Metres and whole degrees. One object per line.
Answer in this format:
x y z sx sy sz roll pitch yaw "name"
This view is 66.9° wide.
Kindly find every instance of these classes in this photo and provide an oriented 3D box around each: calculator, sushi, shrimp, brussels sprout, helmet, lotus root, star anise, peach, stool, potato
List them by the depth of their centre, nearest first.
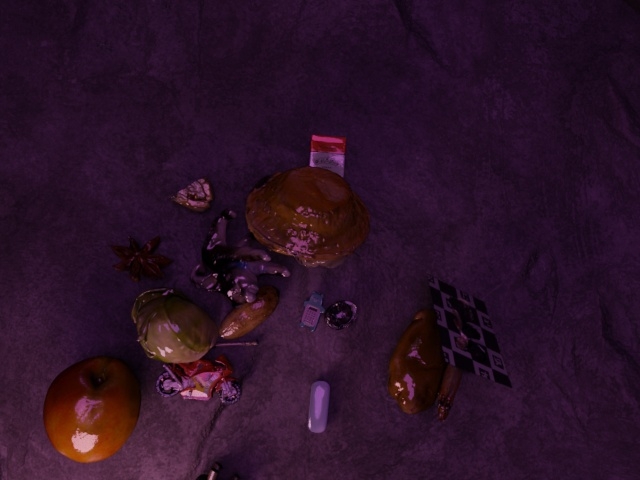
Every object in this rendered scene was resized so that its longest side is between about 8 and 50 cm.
-0.721 0.541 1.546 0.308 0.307 0.332 9 113 -3 "peach"
-0.495 0.287 1.612 0.294 0.259 0.227 38 91 -18 "brussels sprout"
-0.335 0.844 1.618 0.228 0.153 0.139 44 74 -41 "stool"
0.473 0.330 1.678 0.297 0.100 0.372 25 38 -22 "sushi"
0.452 0.501 1.684 0.062 0.153 0.294 15 48 24 "shrimp"
-0.629 0.071 1.704 0.196 0.111 0.212 -31 54 -27 "star anise"
0.348 0.425 1.713 0.196 0.176 0.368 17 73 9 "potato"
-0.249 0.258 1.718 0.258 0.097 0.110 -42 90 -5 "lotus root"
0.068 0.269 1.752 0.123 0.070 0.098 -27 92 -17 "helmet"
-0.027 0.255 1.754 0.094 0.019 0.141 17 86 30 "calculator"

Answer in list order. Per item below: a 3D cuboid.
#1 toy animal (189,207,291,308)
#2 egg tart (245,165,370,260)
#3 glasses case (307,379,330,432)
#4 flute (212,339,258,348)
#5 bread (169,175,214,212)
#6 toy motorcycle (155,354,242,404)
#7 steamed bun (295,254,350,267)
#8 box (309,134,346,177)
-0.300 0.106 1.642 0.302 0.194 0.344 -46 44 4 "toy animal"
-0.035 -0.118 1.621 0.444 0.178 0.442 8 43 -8 "egg tart"
-0.005 0.587 1.716 0.068 0.045 0.178 6 81 -4 "glasses case"
-0.339 0.371 1.728 0.233 0.027 0.027 -2 83 -5 "flute"
-0.452 -0.149 1.758 0.156 0.103 0.110 -32 98 -3 "bread"
-0.414 0.474 1.677 0.299 0.089 0.170 8 81 -3 "toy motorcycle"
-0.002 0.001 1.745 0.211 0.144 0.217 -24 84 -7 "steamed bun"
0.023 -0.277 1.839 0.139 0.035 0.245 3 82 -3 "box"
